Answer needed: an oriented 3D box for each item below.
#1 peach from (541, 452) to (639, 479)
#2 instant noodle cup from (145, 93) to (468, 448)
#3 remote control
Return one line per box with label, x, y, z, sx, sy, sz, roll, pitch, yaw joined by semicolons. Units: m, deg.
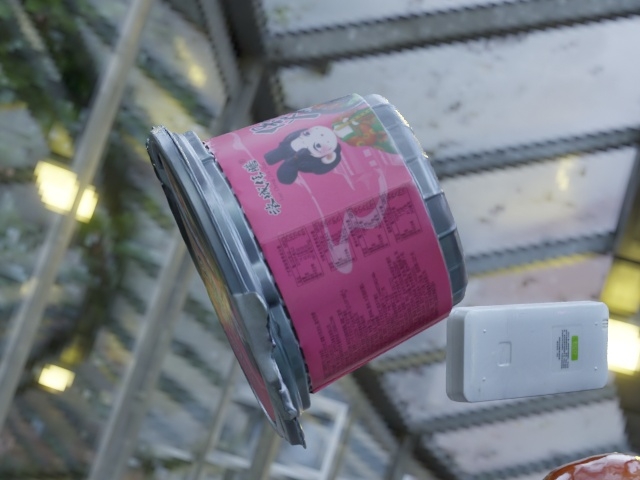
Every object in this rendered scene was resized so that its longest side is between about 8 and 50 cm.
peach;0.278;0.340;1.737;0.232;0.256;0.232;44;-20;20
instant noodle cup;0.000;0.000;1.360;0.181;0.302;0.258;-23;-26;-8
remote control;0.229;0.119;1.938;0.250;0.103;0.034;-2;3;-44
